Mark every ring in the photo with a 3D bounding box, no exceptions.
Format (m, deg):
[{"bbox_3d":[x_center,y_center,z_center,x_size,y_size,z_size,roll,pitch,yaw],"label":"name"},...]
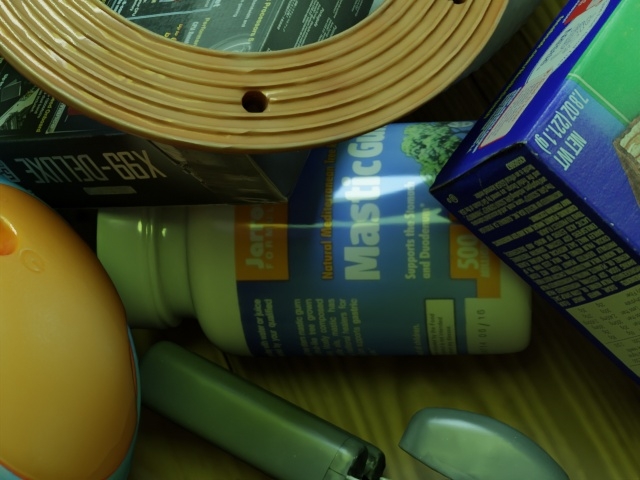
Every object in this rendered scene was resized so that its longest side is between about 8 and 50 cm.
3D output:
[{"bbox_3d":[-0.052,-0.193,0.836,0.337,0.032,0.336,5,65,-10],"label":"ring"}]

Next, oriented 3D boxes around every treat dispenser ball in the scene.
[{"bbox_3d":[-0.249,0.091,0.864,0.288,0.288,0.288,-4,58,6],"label":"treat dispenser ball"}]

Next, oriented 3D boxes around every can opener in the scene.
[{"bbox_3d":[0.019,0.119,0.924,0.283,0.076,0.095,25,85,22],"label":"can opener"}]

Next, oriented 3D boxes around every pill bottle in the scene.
[{"bbox_3d":[0.000,0.000,0.964,0.272,0.152,0.152,-1,58,7],"label":"pill bottle"}]

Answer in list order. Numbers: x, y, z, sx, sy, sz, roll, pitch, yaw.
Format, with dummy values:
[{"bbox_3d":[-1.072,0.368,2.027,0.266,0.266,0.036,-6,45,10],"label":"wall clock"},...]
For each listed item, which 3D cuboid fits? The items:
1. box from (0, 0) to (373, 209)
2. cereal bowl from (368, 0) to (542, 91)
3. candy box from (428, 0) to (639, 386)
[{"bbox_3d":[-0.080,-0.164,0.953,0.242,0.076,0.307,-1,55,36],"label":"box"},{"bbox_3d":[0.036,-0.206,1.065,0.339,0.141,0.339,-19,47,22],"label":"cereal bowl"},{"bbox_3d":[0.270,-0.031,0.873,0.317,0.122,0.268,42,67,-10],"label":"candy box"}]
